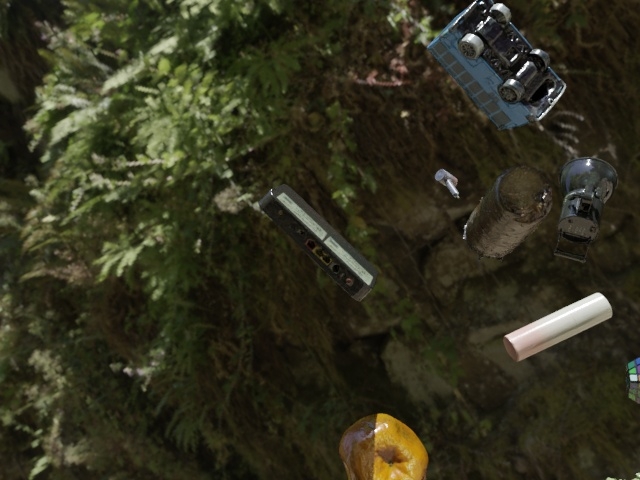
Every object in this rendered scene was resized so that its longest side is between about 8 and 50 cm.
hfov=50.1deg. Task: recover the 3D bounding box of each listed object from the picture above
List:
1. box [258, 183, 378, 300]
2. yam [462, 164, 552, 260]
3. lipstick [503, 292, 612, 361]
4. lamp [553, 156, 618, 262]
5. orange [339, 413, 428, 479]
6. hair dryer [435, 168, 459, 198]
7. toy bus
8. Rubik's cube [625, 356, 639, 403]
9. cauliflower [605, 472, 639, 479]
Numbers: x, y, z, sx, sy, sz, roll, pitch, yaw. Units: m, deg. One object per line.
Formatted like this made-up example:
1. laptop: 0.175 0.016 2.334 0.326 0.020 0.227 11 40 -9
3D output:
1. box: 0.000 0.000 1.732 0.058 0.350 0.211 -45 0 14
2. yam: 0.374 -0.048 1.372 0.131 0.131 0.279 -32 -13 -9
3. lipstick: 0.724 0.265 2.091 0.327 0.087 0.087 -24 -7 -6
4. lamp: 0.653 -0.087 1.702 0.172 0.147 0.227 90 -159 -48
5. orange: 0.167 0.586 1.821 0.249 0.249 0.183 -30 -7 -23
6. hair dryer: 0.375 -0.152 1.953 0.063 0.114 0.037 27 -62 -35
7. toy bus: 0.324 -0.320 1.266 0.116 0.234 0.133 -48 10 -19
8. Rubik's cube: 0.761 0.321 1.567 0.112 0.133 0.133 -3 5 19
9. cauliflower: 0.366 0.396 0.834 0.250 0.275 0.272 163 129 -77
